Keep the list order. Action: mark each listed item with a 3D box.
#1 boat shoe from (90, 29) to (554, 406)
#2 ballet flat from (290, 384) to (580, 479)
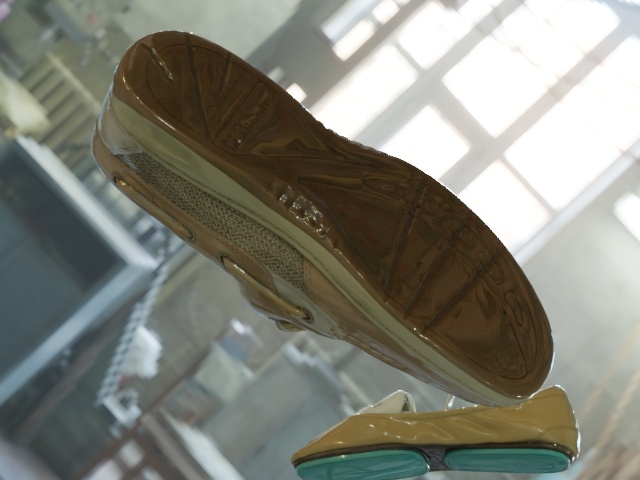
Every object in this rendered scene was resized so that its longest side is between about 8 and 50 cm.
[{"bbox_3d":[0.000,0.000,1.037,0.341,0.121,0.110,39,-44,4],"label":"boat shoe"},{"bbox_3d":[0.091,0.154,1.268,0.080,0.232,0.073,71,18,-60],"label":"ballet flat"}]
